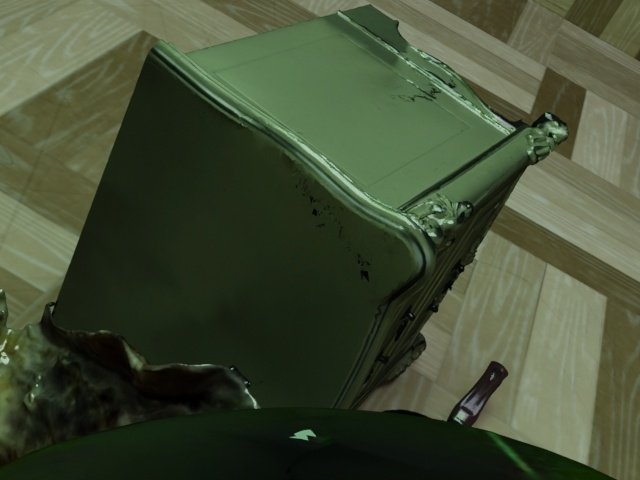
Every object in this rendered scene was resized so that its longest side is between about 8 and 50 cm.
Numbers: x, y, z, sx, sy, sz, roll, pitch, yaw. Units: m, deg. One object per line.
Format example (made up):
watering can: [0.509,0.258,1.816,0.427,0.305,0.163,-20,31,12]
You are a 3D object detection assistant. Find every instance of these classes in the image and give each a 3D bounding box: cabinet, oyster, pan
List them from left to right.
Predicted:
oyster: [-0.116,0.136,0.615,0.275,0.271,0.100,55,43,-12]
cabinet: [0.000,0.000,0.793,0.227,0.290,0.318,37,32,14]
pan: [0.107,0.170,0.864,0.115,0.040,0.212,36,40,13]

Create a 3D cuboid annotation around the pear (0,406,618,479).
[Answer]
pear: [0.019,0.163,0.318,0.399,0.165,0.399,7,8,-1]
